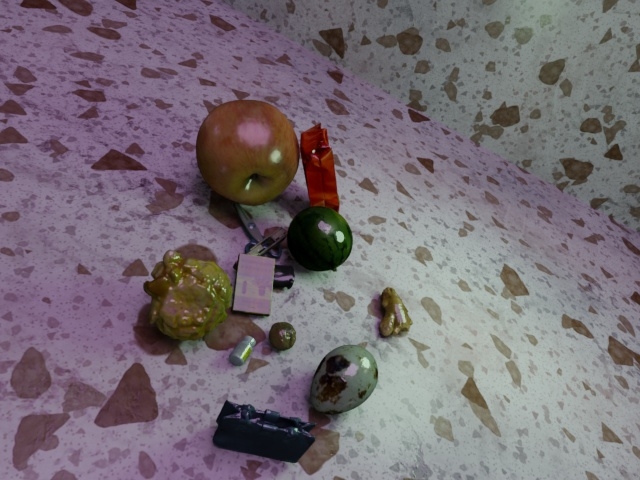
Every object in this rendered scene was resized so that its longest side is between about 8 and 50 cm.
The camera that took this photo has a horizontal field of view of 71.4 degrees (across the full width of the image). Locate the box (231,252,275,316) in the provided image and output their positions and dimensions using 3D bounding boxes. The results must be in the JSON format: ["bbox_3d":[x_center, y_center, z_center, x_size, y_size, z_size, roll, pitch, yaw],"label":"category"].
[{"bbox_3d":[-0.214,0.142,1.431,0.121,0.030,0.193,10,66,-16],"label":"box"}]

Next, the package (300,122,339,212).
[{"bbox_3d":[0.003,-0.236,1.760,0.123,0.423,0.196,-8,40,2],"label":"package"}]

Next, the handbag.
[{"bbox_3d":[-0.138,0.464,1.087,0.229,0.179,0.062,17,42,-11],"label":"handbag"}]

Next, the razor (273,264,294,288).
[{"bbox_3d":[-0.161,0.119,1.517,0.148,0.054,0.090,7,49,-18],"label":"razor"}]

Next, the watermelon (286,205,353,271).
[{"bbox_3d":[-0.003,-0.004,1.595,0.242,0.242,0.242,16,42,-15],"label":"watermelon"}]

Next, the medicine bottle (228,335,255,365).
[{"bbox_3d":[-0.224,0.318,1.285,0.047,0.047,0.083,32,41,4],"label":"medicine bottle"}]

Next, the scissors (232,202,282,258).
[{"bbox_3d":[-0.253,-0.037,1.635,0.138,0.041,0.289,-18,59,-32],"label":"scissors"}]

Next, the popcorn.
[{"bbox_3d":[-0.372,0.149,1.251,0.259,0.212,0.259,1,86,-14],"label":"popcorn"}]

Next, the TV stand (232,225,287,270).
[{"bbox_3d":[-0.206,0.029,1.552,0.042,0.036,0.249,46,49,5],"label":"TV stand"}]

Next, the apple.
[{"bbox_3d":[-0.265,-0.317,1.636,0.392,0.391,0.346,4,56,-27],"label":"apple"}]

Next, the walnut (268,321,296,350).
[{"bbox_3d":[-0.115,0.290,1.354,0.092,0.092,0.092,16,42,-15],"label":"walnut"}]

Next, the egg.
[{"bbox_3d":[0.065,0.400,1.277,0.169,0.169,0.231,42,56,15],"label":"egg"}]

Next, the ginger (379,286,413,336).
[{"bbox_3d":[0.273,0.258,1.605,0.115,0.081,0.205,-2,50,12],"label":"ginger"}]
